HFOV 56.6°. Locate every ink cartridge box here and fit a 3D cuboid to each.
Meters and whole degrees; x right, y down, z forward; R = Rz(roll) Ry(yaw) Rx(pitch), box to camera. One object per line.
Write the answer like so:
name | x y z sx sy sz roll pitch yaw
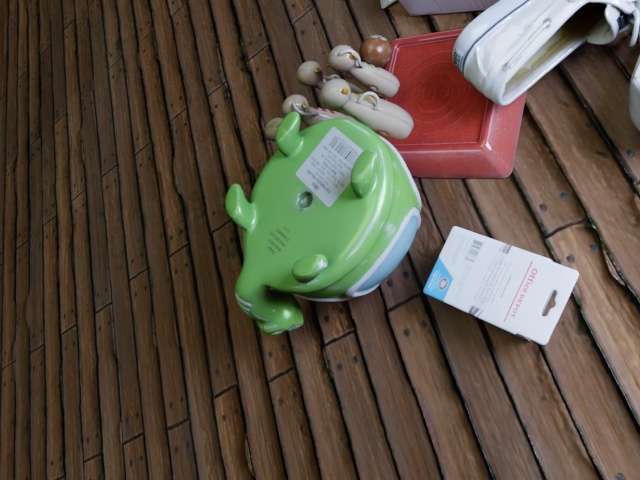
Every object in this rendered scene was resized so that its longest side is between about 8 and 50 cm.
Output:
ink cartridge box | 0.240 0.061 0.779 0.180 0.060 0.104 25 89 40

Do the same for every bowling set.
bowling set | 0.022 -0.250 0.949 0.287 0.154 0.199 -8 66 56

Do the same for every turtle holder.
turtle holder | 0.016 -0.003 0.863 0.243 0.227 0.320 9 80 38

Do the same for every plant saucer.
plant saucer | 0.188 -0.227 0.934 0.259 0.048 0.259 5 76 38

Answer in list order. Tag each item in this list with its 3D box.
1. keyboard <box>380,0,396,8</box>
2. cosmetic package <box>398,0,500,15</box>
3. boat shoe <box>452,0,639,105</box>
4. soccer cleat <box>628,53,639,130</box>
keyboard | 0.131 -0.550 1.116 0.072 0.014 0.255 -19 63 30
cosmetic package | 0.239 -0.437 0.950 0.231 0.085 0.117 14 82 41
boat shoe | 0.361 -0.300 0.761 0.367 0.136 0.156 -34 61 9
soccer cleat | 0.468 -0.271 0.677 0.116 0.143 0.331 31 93 40
